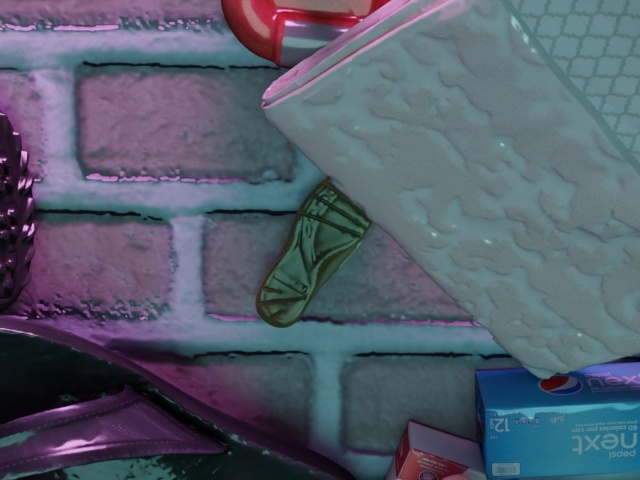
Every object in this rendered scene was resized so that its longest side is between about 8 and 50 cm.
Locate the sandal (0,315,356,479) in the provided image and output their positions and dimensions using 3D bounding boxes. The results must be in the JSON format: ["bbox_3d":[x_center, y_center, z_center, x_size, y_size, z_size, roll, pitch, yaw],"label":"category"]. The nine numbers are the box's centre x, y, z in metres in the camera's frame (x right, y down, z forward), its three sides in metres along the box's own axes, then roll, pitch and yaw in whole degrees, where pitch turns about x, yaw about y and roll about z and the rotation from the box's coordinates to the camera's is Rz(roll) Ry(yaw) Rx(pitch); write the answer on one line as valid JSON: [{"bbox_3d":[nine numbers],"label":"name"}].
[{"bbox_3d":[-0.152,0.180,0.772,0.446,0.107,0.167,21,104,-18],"label":"sandal"}]

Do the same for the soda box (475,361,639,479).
[{"bbox_3d":[0.236,0.146,0.839,0.210,0.071,0.067,-3,109,2],"label":"soda box"}]

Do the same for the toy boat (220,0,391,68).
[{"bbox_3d":[0.007,-0.224,0.691,0.151,0.151,0.231,6,107,-1],"label":"toy boat"}]

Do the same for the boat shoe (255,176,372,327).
[{"bbox_3d":[0.001,0.002,0.822,0.056,0.048,0.153,31,99,4],"label":"boat shoe"}]

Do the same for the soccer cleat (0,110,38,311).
[{"bbox_3d":[-0.309,-0.092,0.774,0.117,0.108,0.318,-9,105,18],"label":"soccer cleat"}]

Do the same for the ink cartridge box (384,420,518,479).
[{"bbox_3d":[0.098,0.238,0.878,0.099,0.056,0.135,20,107,-4],"label":"ink cartridge box"}]

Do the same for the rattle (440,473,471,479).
[{"bbox_3d":[0.122,0.273,0.842,0.130,0.143,0.199,37,126,24],"label":"rattle"}]

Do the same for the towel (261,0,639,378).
[{"bbox_3d":[0.166,-0.042,0.683,0.332,0.053,0.317,44,140,-19],"label":"towel"}]
